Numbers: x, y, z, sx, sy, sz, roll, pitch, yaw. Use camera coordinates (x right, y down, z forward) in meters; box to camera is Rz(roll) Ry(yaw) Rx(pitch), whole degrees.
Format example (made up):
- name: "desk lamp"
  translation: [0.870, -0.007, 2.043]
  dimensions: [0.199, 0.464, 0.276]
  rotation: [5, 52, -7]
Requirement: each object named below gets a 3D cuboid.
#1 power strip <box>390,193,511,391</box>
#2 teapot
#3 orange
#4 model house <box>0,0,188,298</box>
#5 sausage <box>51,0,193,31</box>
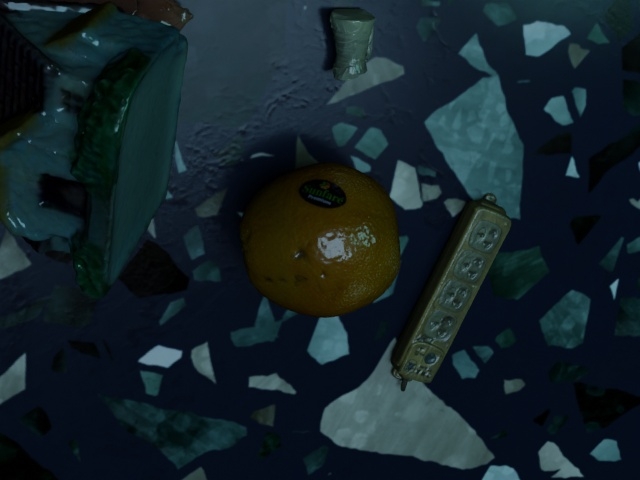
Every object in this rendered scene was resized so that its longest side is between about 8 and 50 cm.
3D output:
- name: "power strip"
  translation: [0.176, 0.078, 1.515]
  dimensions: [0.064, 0.044, 0.305]
  rotation: [21, 102, -22]
- name: "teapot"
  translation: [0.040, -0.242, 1.364]
  dimensions: [0.067, 0.057, 0.083]
  rotation: [-17, 122, -41]
- name: "orange"
  translation: [0.000, 0.000, 1.361]
  dimensions: [0.206, 0.206, 0.206]
  rotation: [-5, 110, -14]
- name: "model house"
  translation: [-0.301, -0.124, 1.191]
  dimensions: [0.248, 0.230, 0.280]
  rotation: [16, 127, 3]
- name: "sausage"
  translation: [-0.359, -0.257, 1.229]
  dimensions: [0.433, 0.088, 0.088]
  rotation: [2, 108, -16]
